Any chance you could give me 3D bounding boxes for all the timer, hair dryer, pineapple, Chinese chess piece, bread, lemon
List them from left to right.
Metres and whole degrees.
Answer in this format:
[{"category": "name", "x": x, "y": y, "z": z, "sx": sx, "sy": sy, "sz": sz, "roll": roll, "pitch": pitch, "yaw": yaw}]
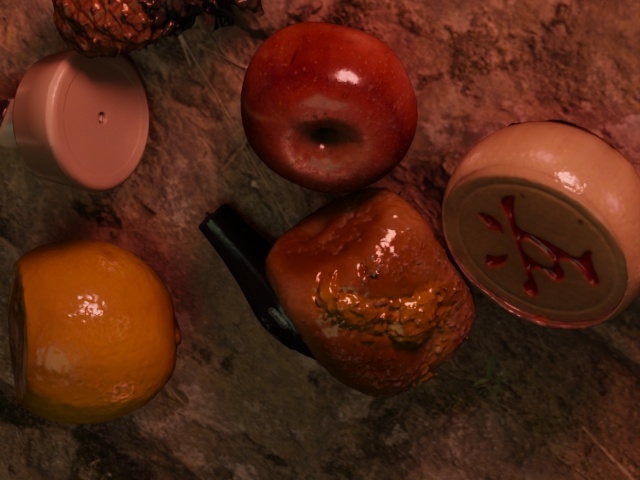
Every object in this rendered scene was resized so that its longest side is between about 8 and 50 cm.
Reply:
[{"category": "timer", "x": -0.363, "y": -0.147, "z": 2.022, "sx": 0.266, "sy": 0.175, "sz": 0.175, "roll": 2, "pitch": 127, "yaw": 35}, {"category": "lemon", "x": -0.289, "y": 0.117, "z": 2.139, "sx": 0.219, "sy": 0.240, "sz": 0.240, "roll": 0, "pitch": 133, "yaw": -17}, {"category": "pineapple", "x": -0.173, "y": -0.274, "z": 1.853, "sx": 0.248, "sy": 0.128, "sz": 0.128, "roll": -5, "pitch": 124, "yaw": 21}, {"category": "hair dryer", "x": 0.000, "y": 0.000, "z": 2.041, "sx": 0.272, "sy": 0.091, "sz": 0.235, "roll": -38, "pitch": 95, "yaw": 27}, {"category": "bread", "x": 0.075, "y": 0.076, "z": 1.928, "sx": 0.195, "sy": 0.176, "sz": 0.246, "roll": -36, "pitch": 132, "yaw": 4}, {"category": "Chinese chess piece", "x": 0.257, "y": -0.016, "z": 1.849, "sx": 0.250, "sy": 0.103, "sz": 0.250, "roll": 23, "pitch": 140, "yaw": 21}]

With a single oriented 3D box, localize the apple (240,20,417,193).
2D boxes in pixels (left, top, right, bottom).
[{"category": "apple", "x": 0.010, "y": -0.155, "z": 1.844, "sx": 0.201, "sy": 0.162, "sz": 0.201, "roll": 5, "pitch": 132, "yaw": 6}]
